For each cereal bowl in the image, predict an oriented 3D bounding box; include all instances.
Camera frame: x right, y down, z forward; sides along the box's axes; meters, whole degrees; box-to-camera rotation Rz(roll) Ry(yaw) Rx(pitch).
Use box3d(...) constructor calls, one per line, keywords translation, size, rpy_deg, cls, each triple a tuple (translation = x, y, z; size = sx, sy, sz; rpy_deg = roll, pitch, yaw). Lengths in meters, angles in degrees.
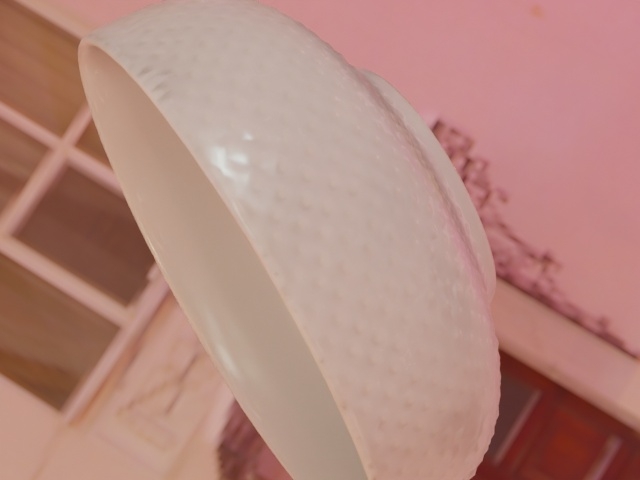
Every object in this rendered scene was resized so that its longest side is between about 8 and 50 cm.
box3d(translation=(0.000, 0.000, 1.079), size=(0.141, 0.339, 0.339), rpy_deg=(-31, -18, -12), cls="cereal bowl")
